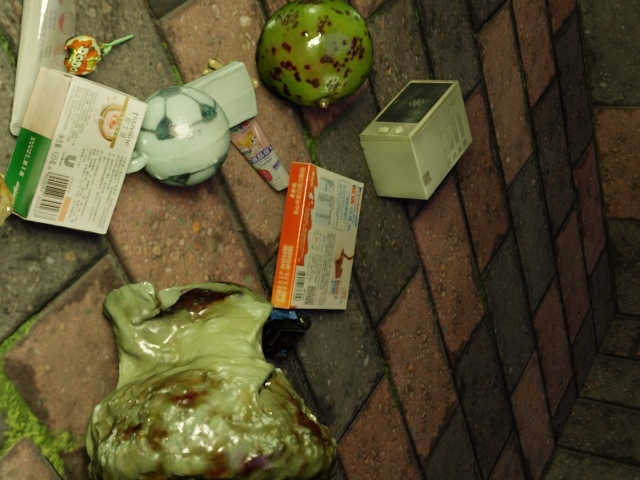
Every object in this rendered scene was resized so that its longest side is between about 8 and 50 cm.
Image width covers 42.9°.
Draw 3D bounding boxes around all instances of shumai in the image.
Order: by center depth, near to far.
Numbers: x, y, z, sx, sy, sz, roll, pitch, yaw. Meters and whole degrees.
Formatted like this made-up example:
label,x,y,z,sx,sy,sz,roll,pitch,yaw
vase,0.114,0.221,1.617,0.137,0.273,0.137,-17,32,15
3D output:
label,x,y,z,sx,sy,sz,roll,pitch,yaw
shumai,-0.163,0.221,1.227,0.395,0.395,0.348,34,48,-51

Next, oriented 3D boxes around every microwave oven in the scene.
label,x,y,z,sx,sy,sz,roll,pitch,yaw
microwave oven,0.215,-0.221,1.807,0.240,0.145,0.194,-50,135,-37

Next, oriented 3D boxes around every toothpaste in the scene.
label,x,y,z,sx,sy,sz,roll,pitch,yaw
toothpaste,-0.358,-0.298,1.076,0.100,0.066,0.323,-8,108,-58
toothpaste,-0.113,-0.164,1.447,0.067,0.043,0.194,-36,133,1

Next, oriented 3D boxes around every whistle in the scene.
label,x,y,z,sx,sy,sz,roll,pitch,yaw
whistle,-0.186,-0.174,1.243,0.290,0.163,0.163,-35,124,-29

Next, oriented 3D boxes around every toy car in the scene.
label,x,y,z,sx,sy,sz,roll,pitch,yaw
toy car,-0.101,0.164,1.494,0.103,0.063,0.216,-54,148,16

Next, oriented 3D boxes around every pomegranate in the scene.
label,x,y,z,sx,sy,sz,roll,pitch,yaw
pomegranate,-0.016,-0.352,1.429,0.211,0.211,0.263,12,62,-54

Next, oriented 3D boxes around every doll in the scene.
label,x,y,z,sx,sy,sz,roll,pitch,yaw
doll,-0.151,-0.272,1.370,0.061,0.051,0.093,-54,148,11

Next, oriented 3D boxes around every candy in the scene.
label,x,y,z,sx,sy,sz,roll,pitch,yaw
candy,-0.302,-0.270,1.138,0.049,0.055,0.184,39,25,-4

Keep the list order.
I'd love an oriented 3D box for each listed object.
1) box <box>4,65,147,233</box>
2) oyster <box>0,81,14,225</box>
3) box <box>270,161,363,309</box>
label,x,y,z,sx,sy,sz,roll,pitch,yaw
box,-0.331,-0.118,1.095,0.135,0.081,0.199,15,98,-56
oyster,-0.448,-0.184,0.922,0.238,0.115,0.351,12,86,-54
box,0.000,0.000,1.599,0.265,0.048,0.273,13,85,-63
